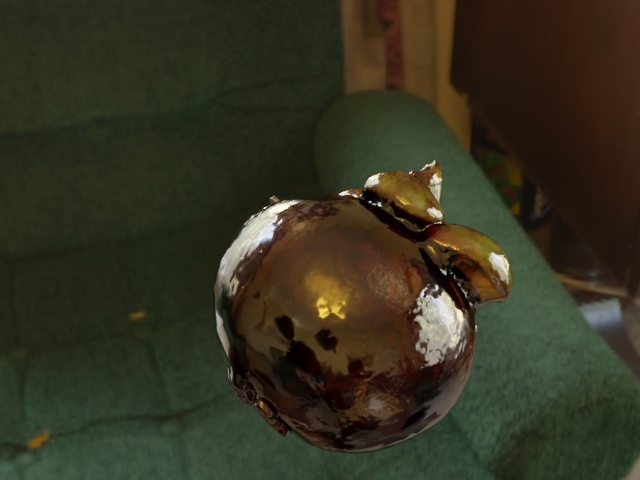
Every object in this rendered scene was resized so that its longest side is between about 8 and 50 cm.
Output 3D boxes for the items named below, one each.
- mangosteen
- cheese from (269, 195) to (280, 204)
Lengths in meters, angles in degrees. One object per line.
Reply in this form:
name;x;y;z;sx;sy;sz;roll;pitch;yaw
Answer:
mangosteen;0.047;0.063;1.281;0.347;0.307;0.307;-47;51;-9
cheese;0.000;0.000;1.674;0.042;0.105;0.191;-36;39;-28
